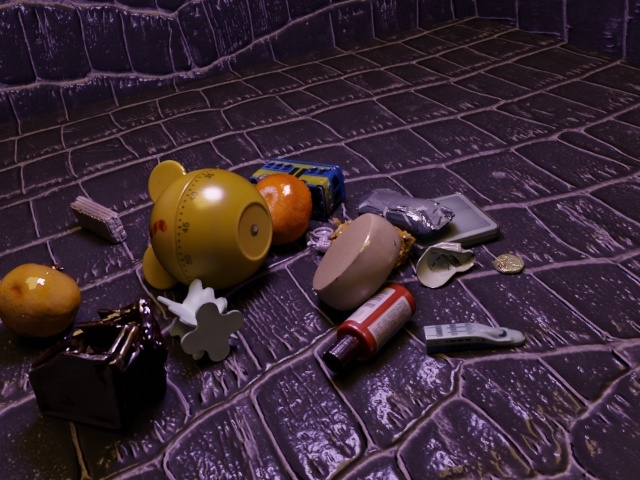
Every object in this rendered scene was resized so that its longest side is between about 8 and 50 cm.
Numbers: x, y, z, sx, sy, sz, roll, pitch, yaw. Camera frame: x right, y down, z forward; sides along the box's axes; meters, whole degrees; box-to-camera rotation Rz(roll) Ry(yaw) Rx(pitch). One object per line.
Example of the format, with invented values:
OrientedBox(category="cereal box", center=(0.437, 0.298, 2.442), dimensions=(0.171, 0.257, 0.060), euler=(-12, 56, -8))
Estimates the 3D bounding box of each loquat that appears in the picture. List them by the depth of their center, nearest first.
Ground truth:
OrientedBox(category="loquat", center=(-0.746, 0.158, 1.710), dimensions=(0.208, 0.208, 0.208), euler=(-5, 32, 3))

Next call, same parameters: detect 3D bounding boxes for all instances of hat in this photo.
OrientedBox(category="hat", center=(0.333, 0.069, 1.767), dimensions=(0.122, 0.081, 0.166), euler=(42, 64, 4))

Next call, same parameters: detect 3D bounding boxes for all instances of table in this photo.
OrientedBox(category="table", center=(-0.309, 0.194, 1.619), dimensions=(0.167, 0.166, 0.198), euler=(-25, 29, -26))

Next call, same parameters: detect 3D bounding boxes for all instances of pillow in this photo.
OrientedBox(category="pillow", center=(0.237, -0.090, 1.929), dimensions=(0.162, 0.092, 0.335), euler=(-26, 31, -37))

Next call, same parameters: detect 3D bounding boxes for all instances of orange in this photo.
OrientedBox(category="orange", center=(-0.121, -0.095, 1.984), dimensions=(0.224, 0.170, 0.223), euler=(-9, 70, 25))

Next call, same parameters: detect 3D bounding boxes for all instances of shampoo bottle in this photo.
OrientedBox(category="shampoo bottle", center=(0.112, 0.213, 1.534), dimensions=(0.104, 0.104, 0.278), euler=(19, 40, 36))

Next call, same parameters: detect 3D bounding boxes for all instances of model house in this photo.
OrientedBox(category="model house", center=(-0.479, 0.237, 1.466), dimensions=(0.297, 0.317, 0.282), euler=(17, 41, 14))

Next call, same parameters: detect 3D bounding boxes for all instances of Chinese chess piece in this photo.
OrientedBox(category="Chinese chess piece", center=(0.093, 0.054, 1.667), dimensions=(0.273, 0.102, 0.273), euler=(-49, 15, 18))

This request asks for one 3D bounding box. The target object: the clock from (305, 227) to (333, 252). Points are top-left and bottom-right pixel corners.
OrientedBox(category="clock", center=(0.000, 0.000, 1.961), dimensions=(0.087, 0.041, 0.129), euler=(-5, 26, -3))

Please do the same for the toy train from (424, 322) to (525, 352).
OrientedBox(category="toy train", center=(0.362, 0.224, 1.514), dimensions=(0.234, 0.051, 0.052), euler=(-5, 36, 4))

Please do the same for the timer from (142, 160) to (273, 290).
OrientedBox(category="timer", center=(-0.337, -0.036, 1.813), dimensions=(0.387, 0.376, 0.376), euler=(4, 33, 28))

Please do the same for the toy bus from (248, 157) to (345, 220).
OrientedBox(category="toy bus", center=(-0.079, -0.172, 2.161), dimensions=(0.288, 0.138, 0.175), euler=(10, 37, 27))

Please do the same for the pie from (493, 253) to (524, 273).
OrientedBox(category="pie", center=(0.516, 0.064, 1.771), dimensions=(0.085, 0.017, 0.085), euler=(-7, 31, 4))

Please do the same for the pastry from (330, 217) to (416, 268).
OrientedBox(category="pastry", center=(0.145, -0.001, 1.870), dimensions=(0.250, 0.102, 0.154), euler=(20, 47, 35))

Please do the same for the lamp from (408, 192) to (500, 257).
OrientedBox(category="lamp", center=(0.369, -0.054, 1.963), dimensions=(0.269, 0.047, 0.266), euler=(-14, 33, -10))

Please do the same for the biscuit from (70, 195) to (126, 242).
OrientedBox(category="biscuit", center=(-0.746, -0.068, 2.165), dimensions=(0.239, 0.108, 0.062), euler=(21, 48, 37))
